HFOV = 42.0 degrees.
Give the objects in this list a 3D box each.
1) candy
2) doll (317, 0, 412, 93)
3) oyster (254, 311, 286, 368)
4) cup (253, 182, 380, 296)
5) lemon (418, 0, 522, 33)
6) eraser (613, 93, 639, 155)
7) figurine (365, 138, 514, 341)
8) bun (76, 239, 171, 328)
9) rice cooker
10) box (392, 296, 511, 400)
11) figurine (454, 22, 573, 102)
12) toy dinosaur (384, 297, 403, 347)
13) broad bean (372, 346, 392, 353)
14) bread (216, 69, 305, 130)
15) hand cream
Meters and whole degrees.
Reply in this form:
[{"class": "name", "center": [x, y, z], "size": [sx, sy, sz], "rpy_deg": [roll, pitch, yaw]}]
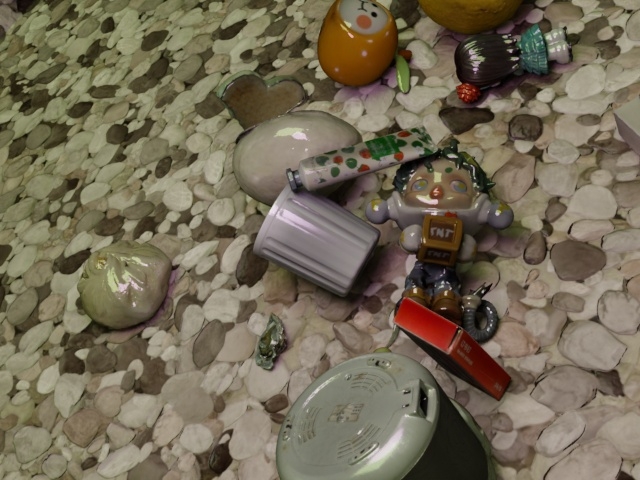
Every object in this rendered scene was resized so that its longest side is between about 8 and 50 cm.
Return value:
[{"class": "candy", "center": [-0.045, -0.161, 1.743], "size": [0.296, 0.295, 0.185], "rpy_deg": [-12, 83, 21]}, {"class": "doll", "center": [0.111, -0.450, 1.933], "size": [0.236, 0.213, 0.213], "rpy_deg": [19, 57, -9]}, {"class": "oyster", "center": [-0.096, 0.201, 1.634], "size": [0.100, 0.037, 0.098], "rpy_deg": [-63, 30, 2]}, {"class": "cup", "center": [0.005, -0.011, 1.617], "size": [0.202, 0.166, 0.221], "rpy_deg": [29, 31, 6]}, {"class": "lemon", "center": [0.332, -0.592, 1.839], "size": [0.293, 0.293, 0.293], "rpy_deg": [-15, 49, 19]}, {"class": "eraser", "center": [0.687, -0.252, 1.502], "size": [0.279, 0.081, 0.124], "rpy_deg": [-31, 47, 4]}, {"class": "figurine", "center": [0.209, -0.021, 1.511], "size": [0.261, 0.186, 0.381], "rpy_deg": [12, 53, 0]}, {"class": "bun", "center": [-0.445, 0.083, 1.849], "size": [0.231, 0.133, 0.231], "rpy_deg": [-17, 47, 20]}, {"class": "rice cooker", "center": [0.103, 0.335, 1.242], "size": [0.289, 0.277, 0.288], "rpy_deg": [-27, 30, 18]}, {"class": "box", "center": [0.212, 0.174, 1.336], "size": [0.123, 0.229, 0.050], "rpy_deg": [26, 78, 43]}, {"class": "figurine", "center": [0.401, -0.381, 1.754], "size": [0.246, 0.110, 0.137], "rpy_deg": [-10, 69, 14]}, {"class": "toy dinosaur", "center": [0.165, 0.123, 1.540], "size": [0.058, 0.037, 0.180], "rpy_deg": [-1, 48, 47]}, {"class": "broad bean", "center": [0.110, 0.231, 1.481], "size": [0.063, 0.045, 0.083], "rpy_deg": [-11, 58, 8]}, {"class": "bread", "center": [-0.150, -0.330, 2.010], "size": [0.232, 0.172, 0.064], "rpy_deg": [-4, 36, -31]}, {"class": "hand cream", "center": [0.073, -0.149, 1.532], "size": [0.276, 0.059, 0.095], "rpy_deg": [-18, 41, -3]}]
